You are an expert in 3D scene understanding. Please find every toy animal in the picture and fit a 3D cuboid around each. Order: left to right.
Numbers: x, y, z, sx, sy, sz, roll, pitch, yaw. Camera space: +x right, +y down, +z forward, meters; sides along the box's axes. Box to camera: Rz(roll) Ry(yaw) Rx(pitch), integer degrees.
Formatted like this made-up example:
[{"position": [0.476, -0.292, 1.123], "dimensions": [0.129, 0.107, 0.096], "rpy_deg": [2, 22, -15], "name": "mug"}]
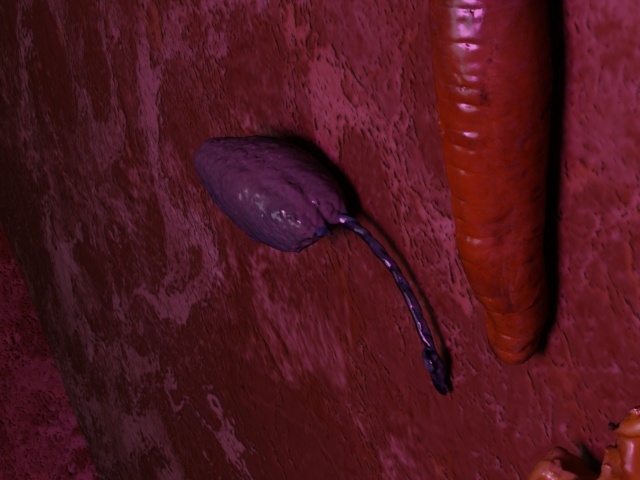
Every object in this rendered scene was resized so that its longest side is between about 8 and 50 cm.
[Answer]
[{"position": [0.003, -0.005, 0.878], "dimensions": [0.253, 0.070, 0.079], "rpy_deg": [39, 179, 35], "name": "toy animal"}]

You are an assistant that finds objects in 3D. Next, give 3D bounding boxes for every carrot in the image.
[{"position": [0.087, -0.032, 0.649], "dimensions": [0.059, 0.059, 0.247], "rpy_deg": [42, 147, 52], "name": "carrot"}]

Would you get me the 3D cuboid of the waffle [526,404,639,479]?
[{"position": [0.173, 0.161, 0.596], "dimensions": [0.249, 0.056, 0.253], "rpy_deg": [49, 152, 42], "name": "waffle"}]
